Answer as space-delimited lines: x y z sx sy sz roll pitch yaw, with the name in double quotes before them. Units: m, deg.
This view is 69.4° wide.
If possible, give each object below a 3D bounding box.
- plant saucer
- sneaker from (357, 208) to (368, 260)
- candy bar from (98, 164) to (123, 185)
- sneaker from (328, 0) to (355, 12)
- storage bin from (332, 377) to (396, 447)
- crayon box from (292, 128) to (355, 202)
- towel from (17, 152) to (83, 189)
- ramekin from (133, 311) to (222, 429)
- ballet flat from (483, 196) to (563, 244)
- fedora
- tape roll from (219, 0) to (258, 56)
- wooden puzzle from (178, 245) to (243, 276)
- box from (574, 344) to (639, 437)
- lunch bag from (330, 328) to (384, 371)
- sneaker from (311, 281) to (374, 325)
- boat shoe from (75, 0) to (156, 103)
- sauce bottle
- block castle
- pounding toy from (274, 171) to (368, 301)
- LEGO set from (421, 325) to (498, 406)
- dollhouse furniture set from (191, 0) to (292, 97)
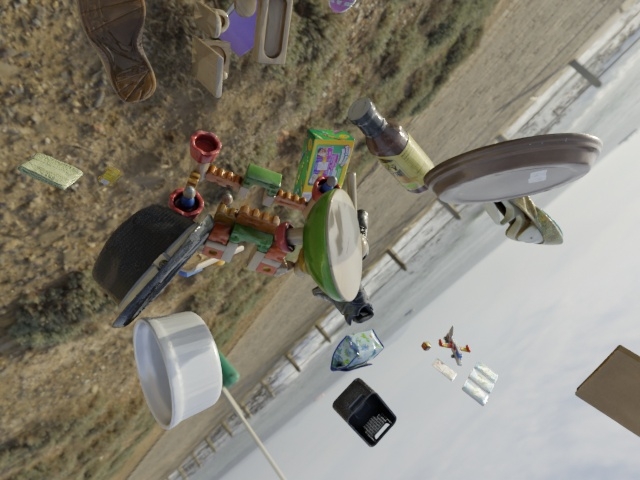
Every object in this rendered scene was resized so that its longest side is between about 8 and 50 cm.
"plant saucer" 0.314 -0.108 0.769 0.278 0.041 0.278 -6 170 -1
"sneaker" 0.114 0.008 1.423 0.106 0.078 0.234 -8 -125 58
"candy bar" -0.550 -0.166 1.202 0.161 0.040 0.018 -8 -124 56
"sneaker" 0.081 -0.823 1.427 0.104 0.095 0.236 -128 -126 -69
"storage bin" 0.133 0.515 1.383 0.122 0.084 0.180 -44 125 -13
"crayon box" 0.009 -0.270 1.729 0.165 0.081 0.278 -4 128 -28
"towel" -0.812 -0.211 1.394 0.110 0.148 0.027 -79 -165 -54
"ramekin" -0.360 0.314 1.163 0.135 0.277 0.277 -11 151 -36
"ballet flat" 0.518 -0.067 1.223 0.123 0.348 0.123 -36 -150 24
"fedora" -0.402 0.034 1.067 0.334 0.152 0.334 -48 -173 8
"tape roll" -0.157 -0.524 1.059 0.189 0.080 0.189 -35 -148 27
"wooden puzzle" -0.558 0.071 1.998 0.322 0.347 0.080 -27 121 -57
"box" 0.606 0.301 0.850 0.021 0.201 0.164 -35 148 -38
"lunch bag" 0.114 0.374 1.514 0.129 0.096 0.151 -1 139 -39
"sneaker" 0.055 0.152 1.162 0.087 0.130 0.227 -30 -175 -24
"boat shoe" -0.422 -0.442 0.933 0.123 0.123 0.342 -28 158 -19
"sauce bottle" 0.195 -0.251 1.244 0.111 0.111 0.344 -43 132 13
"block castle" -0.177 -0.102 1.295 0.213 0.453 0.303 129 -25 -52
"pounding toy" 0.000 0.000 0.784 0.110 0.183 0.237 -5 -158 19
"LEGO set" 0.441 0.376 1.449 0.182 0.244 0.060 -25 147 -52
"dollhouse furniture set" -0.101 -0.304 0.698 0.151 0.123 0.144 -8 127 -29
